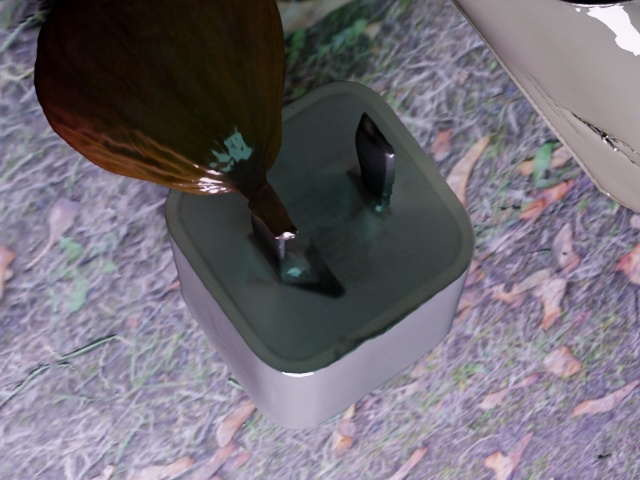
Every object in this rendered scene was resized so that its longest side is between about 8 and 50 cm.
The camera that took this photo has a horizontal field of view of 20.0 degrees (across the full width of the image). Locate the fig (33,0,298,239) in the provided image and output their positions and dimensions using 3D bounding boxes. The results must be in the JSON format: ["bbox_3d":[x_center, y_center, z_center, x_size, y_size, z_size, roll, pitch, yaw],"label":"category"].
[{"bbox_3d":[-0.071,-0.062,0.803,0.119,0.153,0.119,-2,144,-2],"label":"fig"}]

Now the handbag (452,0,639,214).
[{"bbox_3d":[0.153,-0.124,0.856,0.160,0.237,0.358,-45,148,5],"label":"handbag"}]

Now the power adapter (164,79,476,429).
[{"bbox_3d":[0.000,0.000,0.906,0.130,0.125,0.205,-32,165,-11],"label":"power adapter"}]
